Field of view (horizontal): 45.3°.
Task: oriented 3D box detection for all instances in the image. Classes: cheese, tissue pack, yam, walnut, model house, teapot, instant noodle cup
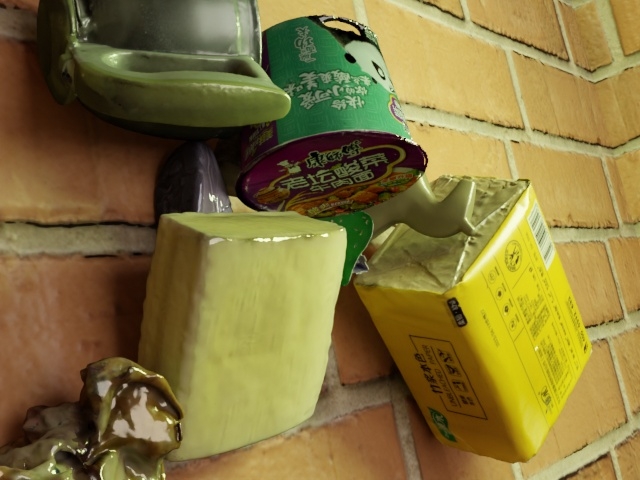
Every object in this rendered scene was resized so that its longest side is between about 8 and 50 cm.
[{"bbox_3d":[-0.093,0.105,0.912,0.242,0.123,0.266,-3,107,-46],"label":"cheese"},{"bbox_3d":[0.263,0.124,1.265,0.293,0.228,0.382,-49,123,-33],"label":"tissue pack"},{"bbox_3d":[-0.111,-0.137,1.106,0.079,0.079,0.141,43,49,-31],"label":"yam"},{"bbox_3d":[-0.238,0.245,0.747,0.238,0.141,0.204,-42,111,-39],"label":"walnut"},{"bbox_3d":[0.000,0.000,1.144,0.117,0.166,0.088,-67,160,-7],"label":"model house"},{"bbox_3d":[-0.199,-0.200,0.900,0.239,0.239,0.322,-9,61,-29],"label":"teapot"},{"bbox_3d":[0.001,-0.163,1.013,0.251,0.251,0.190,14,59,-47],"label":"instant noodle cup"}]

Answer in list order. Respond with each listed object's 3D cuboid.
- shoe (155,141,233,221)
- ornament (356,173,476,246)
[{"bbox_3d":[-0.142,-0.011,1.013,0.137,0.095,0.245,15,67,-50],"label":"shoe"},{"bbox_3d":[0.114,-0.071,1.183,0.061,0.230,0.245,30,32,-60],"label":"ornament"}]
